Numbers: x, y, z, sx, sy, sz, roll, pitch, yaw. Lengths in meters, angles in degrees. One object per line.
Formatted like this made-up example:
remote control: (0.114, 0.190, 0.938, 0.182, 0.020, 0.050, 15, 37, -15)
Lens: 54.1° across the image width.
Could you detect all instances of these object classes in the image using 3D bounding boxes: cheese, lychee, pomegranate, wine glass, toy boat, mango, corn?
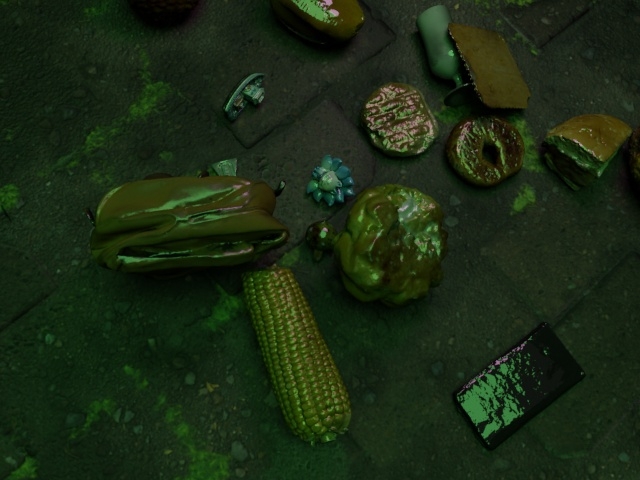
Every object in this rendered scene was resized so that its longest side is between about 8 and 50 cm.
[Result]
cheese: (-0.202, -0.127, 1.415, 0.067, 0.026, 0.121, -16, 75, -10)
lychee: (-0.387, -0.612, 1.461, 0.238, 0.200, 0.200, -15, 75, -25)
pomegranate: (-0.003, -0.002, 1.377, 0.073, 0.073, 0.085, 40, 89, 7)
wine glass: (0.308, -0.449, 1.519, 0.103, 0.103, 0.231, -15, 73, -9)
toy boat: (-0.170, -0.337, 1.462, 0.066, 0.059, 0.140, 27, 71, 16)
mango: (-0.010, -0.568, 1.503, 0.248, 0.156, 0.151, 29, 37, 3)
corn: (-0.053, 0.221, 1.267, 0.143, 0.144, 0.388, -20, 78, -11)

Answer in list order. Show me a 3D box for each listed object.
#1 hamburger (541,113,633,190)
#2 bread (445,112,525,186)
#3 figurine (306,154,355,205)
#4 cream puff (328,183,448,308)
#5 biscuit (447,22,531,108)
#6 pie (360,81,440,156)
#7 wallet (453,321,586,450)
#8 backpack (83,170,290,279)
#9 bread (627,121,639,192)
hamburger: (0.638, -0.241, 1.470, 0.207, 0.135, 0.155, -38, 82, -16)
bread: (0.387, -0.213, 1.478, 0.193, 0.064, 0.194, 1, 79, -8)
figurine: (0.031, -0.127, 1.409, 0.114, 0.079, 0.115, 1, 92, 14)
cream puff: (0.136, 0.009, 1.323, 0.281, 0.185, 0.282, 2, 86, -32)
biscuit: (0.413, -0.416, 1.504, 0.236, 0.013, 0.232, -9, 72, -40)
pie: (0.184, -0.284, 1.487, 0.194, 0.046, 0.195, 2, 72, -6)
wallet: (0.425, 0.310, 1.341, 0.285, 0.030, 0.146, -33, 82, -14)
backpack: (-0.249, -0.033, 1.231, 0.377, 0.353, 0.201, -8, 88, -8)
bread: (0.807, -0.195, 1.440, 0.176, 0.195, 0.247, -1, 72, -12)
